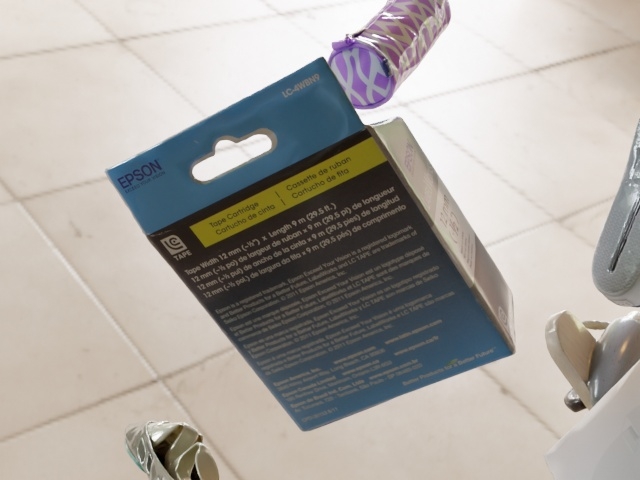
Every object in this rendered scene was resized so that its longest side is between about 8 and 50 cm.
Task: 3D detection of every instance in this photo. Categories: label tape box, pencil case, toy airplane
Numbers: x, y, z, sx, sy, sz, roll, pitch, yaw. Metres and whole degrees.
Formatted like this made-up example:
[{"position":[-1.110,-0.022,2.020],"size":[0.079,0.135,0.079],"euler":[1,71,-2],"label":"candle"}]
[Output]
[{"position":[0.000,0.000,0.963],"size":[0.249,0.348,0.115],"euler":[-24,24,24],"label":"label tape box"},{"position":[0.077,-0.226,1.117],"size":[0.088,0.086,0.206],"euler":[56,40,-17],"label":"pencil case"},{"position":[0.460,0.276,1.280],"size":[0.386,0.272,0.384],"euler":[22,41,-47],"label":"toy airplane"}]

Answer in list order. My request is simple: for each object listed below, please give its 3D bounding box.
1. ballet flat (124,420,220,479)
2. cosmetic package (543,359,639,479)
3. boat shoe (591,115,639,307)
[{"position":[-0.129,0.208,0.923],"size":[0.072,0.068,0.213],"euler":[31,5,-27],"label":"ballet flat"},{"position":[0.337,0.196,0.843],"size":[0.138,0.225,0.224],"euler":[37,14,-12],"label":"cosmetic package"},{"position":[0.366,-0.072,0.986],"size":[0.094,0.302,0.109],"euler":[16,14,-31],"label":"boat shoe"}]
